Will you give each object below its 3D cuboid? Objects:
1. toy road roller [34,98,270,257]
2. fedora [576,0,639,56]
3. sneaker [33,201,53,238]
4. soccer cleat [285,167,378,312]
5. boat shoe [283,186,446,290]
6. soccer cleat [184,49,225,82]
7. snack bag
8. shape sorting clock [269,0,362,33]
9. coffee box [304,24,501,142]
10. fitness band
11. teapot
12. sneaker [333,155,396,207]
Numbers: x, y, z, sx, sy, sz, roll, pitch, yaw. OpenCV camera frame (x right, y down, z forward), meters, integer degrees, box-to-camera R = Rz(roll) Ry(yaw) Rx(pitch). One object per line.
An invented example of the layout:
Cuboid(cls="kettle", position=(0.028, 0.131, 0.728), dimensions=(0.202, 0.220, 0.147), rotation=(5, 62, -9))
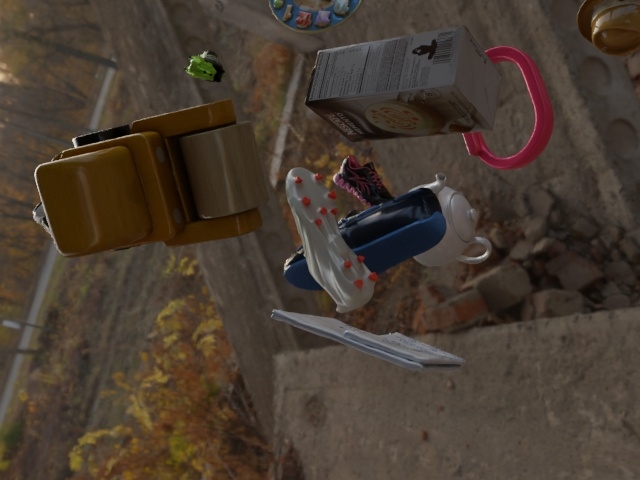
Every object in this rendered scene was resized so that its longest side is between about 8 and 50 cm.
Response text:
Cuboid(cls="toy road roller", position=(-0.264, -0.077, 1.064), dimensions=(0.240, 0.329, 0.203), rotation=(-46, -56, -68))
Cuboid(cls="fedora", position=(0.628, -0.439, 1.466), dimensions=(0.194, 0.194, 0.079), rotation=(-30, 35, 58))
Cuboid(cls="sneaker", position=(-0.470, -0.016, 1.469), dimensions=(0.100, 0.271, 0.108), rotation=(-41, 70, 14))
Cuboid(cls="soccer cleat", position=(0.000, 0.000, 0.890), dimensions=(0.076, 0.068, 0.196), rotation=(-44, 68, 45))
Cuboid(cls="boat shoe", position=(0.065, 0.002, 1.046), dimensions=(0.258, 0.109, 0.089), rotation=(-18, 48, 20))
Cuboid(cls="soccer cleat", position=(-0.236, -0.365, 1.508), dimensions=(0.179, 0.072, 0.060), rotation=(-79, 15, -71))
Cuboid(cls="snack bag", position=(0.109, 0.205, 1.483), dimensions=(0.342, 0.323, 0.037), rotation=(16, 89, 27))
Cuboid(cls="shape sorting clock", position=(-0.008, -0.519, 1.459), dimensions=(0.040, 0.206, 0.206), rotation=(46, -123, -71))
Cuboid(cls="coffee box", position=(0.121, -0.223, 1.050), dimensions=(0.246, 0.141, 0.098), rotation=(1, 71, 37))
Cuboid(cls="fitness band", position=(0.418, -0.301, 1.621), dimensions=(0.209, 0.054, 0.291), rotation=(-28, 65, 37))
Cuboid(cls="teapot", position=(0.357, -0.049, 2.001), dimensions=(0.187, 0.256, 0.253), rotation=(-13, 85, 35))
Cuboid(cls="sneaker", position=(0.075, -0.091, 1.093), dimensions=(0.119, 0.047, 0.057), rotation=(35, 116, 24))
